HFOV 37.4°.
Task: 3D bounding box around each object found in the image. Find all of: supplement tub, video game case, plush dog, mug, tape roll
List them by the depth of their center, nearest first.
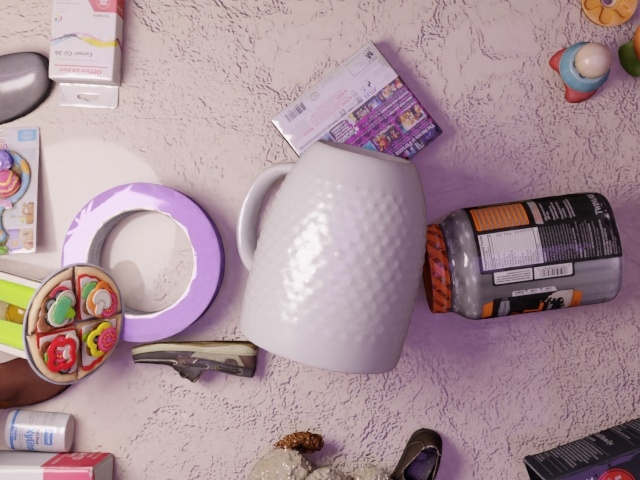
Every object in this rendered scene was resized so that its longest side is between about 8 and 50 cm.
[{"bbox_3d":[0.000,0.000,1.572,0.374,0.276,0.328,22,103,39],"label":"mug"},{"bbox_3d":[0.334,0.029,1.607,0.315,0.193,0.194,-7,90,1],"label":"supplement tub"},{"bbox_3d":[-0.036,0.456,1.617,0.225,0.210,0.262,32,89,32],"label":"plush dog"},{"bbox_3d":[-0.308,0.038,1.661,0.274,0.090,0.275,0,90,-1],"label":"tape roll"},{"bbox_3d":[-0.495,0.336,1.667,0.107,0.071,0.071,3,90,1],"label":"supplement tub"},{"bbox_3d":[0.063,-0.202,1.683,0.232,0.042,0.210,-39,90,0],"label":"video game case"}]

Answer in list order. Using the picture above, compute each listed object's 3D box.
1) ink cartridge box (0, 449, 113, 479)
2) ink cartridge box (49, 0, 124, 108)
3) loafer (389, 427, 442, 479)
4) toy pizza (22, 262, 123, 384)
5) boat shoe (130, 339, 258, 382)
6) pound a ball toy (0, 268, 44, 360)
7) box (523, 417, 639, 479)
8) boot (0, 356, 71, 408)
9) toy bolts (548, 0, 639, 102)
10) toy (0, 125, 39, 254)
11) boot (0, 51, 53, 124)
[{"bbox_3d":[-0.565,0.507,1.621,0.384,0.160,0.279,2,89,0],"label":"ink cartridge box"},{"bbox_3d":[-0.413,-0.337,1.673,0.115,0.067,0.198,2,90,0],"label":"ink cartridge box"},{"bbox_3d":[0.153,0.438,1.661,0.080,0.078,0.220,19,89,0],"label":"loafer"},{"bbox_3d":[-0.391,0.136,1.529,0.032,0.201,0.201,11,90,37],"label":"toy pizza"},{"bbox_3d":[-0.221,0.214,1.663,0.223,0.080,0.074,-1,85,-4],"label":"boat shoe"},{"bbox_3d":[-0.562,0.151,1.612,0.319,0.135,0.208,12,84,25],"label":"pound a ball toy"},{"bbox_3d":[0.564,0.495,1.611,0.312,0.179,0.343,-20,90,-1],"label":"box"},{"bbox_3d":[-0.558,0.251,1.562,0.264,0.280,0.096,-5,91,0],"label":"boot"},{"bbox_3d":[0.503,-0.355,1.626,0.228,0.158,0.218,-32,90,0],"label":"toy bolts"},{"bbox_3d":[-0.567,-0.093,1.650,0.136,0.056,0.237,-3,76,-1],"label":"toy"},{"bbox_3d":[-0.636,-0.250,1.595,0.338,0.223,0.118,-19,89,0],"label":"boot"}]
